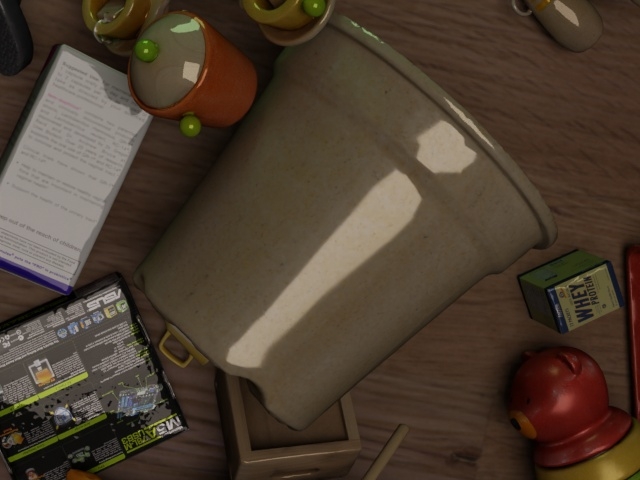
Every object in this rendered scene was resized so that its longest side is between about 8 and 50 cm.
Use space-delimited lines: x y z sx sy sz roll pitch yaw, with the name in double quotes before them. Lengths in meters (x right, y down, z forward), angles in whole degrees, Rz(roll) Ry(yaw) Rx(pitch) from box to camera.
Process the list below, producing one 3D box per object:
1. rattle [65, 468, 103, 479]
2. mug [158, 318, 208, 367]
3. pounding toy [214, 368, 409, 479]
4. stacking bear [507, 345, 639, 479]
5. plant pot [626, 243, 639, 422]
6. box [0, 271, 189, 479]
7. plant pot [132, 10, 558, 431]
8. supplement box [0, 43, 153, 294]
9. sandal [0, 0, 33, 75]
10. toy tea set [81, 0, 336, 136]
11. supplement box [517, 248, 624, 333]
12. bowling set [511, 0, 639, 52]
"rattle" -0.147 0.259 1.369 0.199 0.130 0.143 -35 73 -18
"mug" -0.135 0.094 1.355 0.064 0.062 0.078 39 81 -9
"pounding toy" -0.004 0.217 1.344 0.181 0.094 0.206 -4 61 -14
"stacking bear" 0.307 0.256 1.455 0.164 0.175 0.289 -28 97 -14
"plant pot" 0.529 0.130 1.450 0.235 0.267 0.267 -11 102 -27
"box" -0.258 0.154 1.339 0.190 0.045 0.184 -25 107 -11
"plant pot" 0.000 0.000 1.231 0.334 0.334 0.305 44 86 -17
"supplement box" -0.256 -0.073 1.267 0.114 0.111 0.220 24 92 -18
"sandal" -0.331 -0.282 1.228 0.054 0.097 0.255 -33 108 -36
"toy tea set" -0.150 -0.242 1.174 0.124 0.336 0.200 20 106 -54
"supplement box" 0.281 0.056 1.447 0.083 0.083 0.056 -24 104 -10
"bowling set" 0.331 -0.344 1.343 0.154 0.200 0.287 39 84 -16
